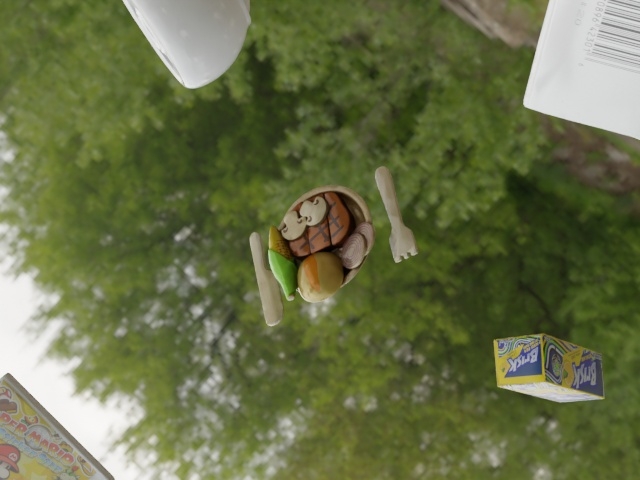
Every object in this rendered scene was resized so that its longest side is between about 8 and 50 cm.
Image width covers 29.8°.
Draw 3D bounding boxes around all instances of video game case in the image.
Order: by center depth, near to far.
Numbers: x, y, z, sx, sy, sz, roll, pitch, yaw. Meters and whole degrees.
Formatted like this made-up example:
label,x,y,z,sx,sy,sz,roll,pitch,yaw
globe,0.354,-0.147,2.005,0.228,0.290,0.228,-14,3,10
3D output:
label,x,y,z,sx,sy,sz,roll,pitch,yaw
video game case,-0.453,0.341,1.759,0.227,0.206,0.026,47,-176,-7

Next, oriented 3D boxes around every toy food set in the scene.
label,x,y,z,sx,sy,sz,roll,pitch,yaw
toy food set,0.000,0.000,1.278,0.038,0.192,0.132,29,-141,-53

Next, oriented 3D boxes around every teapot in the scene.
label,x,y,z,sx,sy,sz,roll,pitch,yaw
teapot,-0.193,-0.377,1.873,0.252,0.187,0.256,58,175,-32

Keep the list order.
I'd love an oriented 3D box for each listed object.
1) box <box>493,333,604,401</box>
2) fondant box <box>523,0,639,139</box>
label,x,y,z,sx,sy,sz,roll,pitch,yaw
box,0.256,0.143,1.328,0.169,0.059,0.054,19,-114,-53
fondant box,0.244,-0.271,0.851,0.096,0.330,0.238,16,141,9
